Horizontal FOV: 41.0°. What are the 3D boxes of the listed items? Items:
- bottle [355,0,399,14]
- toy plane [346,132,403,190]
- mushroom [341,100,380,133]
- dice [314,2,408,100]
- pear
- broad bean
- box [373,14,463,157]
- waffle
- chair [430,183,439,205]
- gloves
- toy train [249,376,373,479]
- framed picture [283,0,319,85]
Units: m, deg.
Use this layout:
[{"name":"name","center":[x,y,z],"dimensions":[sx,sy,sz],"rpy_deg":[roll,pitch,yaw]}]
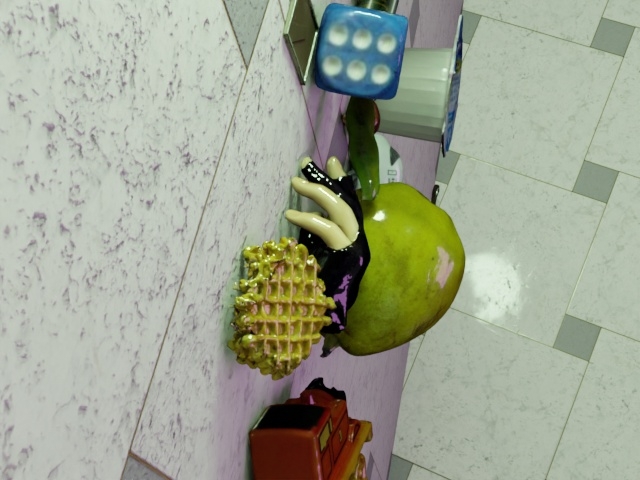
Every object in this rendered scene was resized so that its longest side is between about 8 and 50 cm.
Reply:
[{"name":"bottle","center":[0.101,-0.429,1.666],"dimensions":[0.082,0.082,0.286],"rpy_deg":[78,23,-56]},{"name":"toy plane","center":[0.121,-0.101,1.858],"dimensions":[0.267,0.122,0.267],"rpy_deg":[-2,90,-77]},{"name":"mushroom","center":[0.082,-0.239,1.727],"dimensions":[0.088,0.073,0.129],"rpy_deg":[-55,177,25]},{"name":"dice","center":[0.067,-0.313,1.428],"dimensions":[0.146,0.143,0.146],"rpy_deg":[-68,168,-73]},{"name":"pear","center":[0.109,0.065,1.593],"dimensions":[0.375,0.287,0.287],"rpy_deg":[-55,161,-12]},{"name":"broad bean","center":[0.074,-0.204,1.507],"dimensions":[0.043,0.060,0.298],"rpy_deg":[114,-23,-70]},{"name":"box","center":[0.193,-0.342,1.848],"dimensions":[0.262,0.206,0.291],"rpy_deg":[-59,153,-63]},{"name":"waffle","center":[-0.063,0.094,1.218],"dimensions":[0.197,0.070,0.193],"rpy_deg":[55,50,-41]},{"name":"chair","center":[0.194,0.021,2.135],"dimensions":[0.160,0.186,0.319],"rpy_deg":[83,17,-65]},{"name":"gloves","center":[0.006,0.006,1.419],"dimensions":[0.197,0.152,0.301],"rpy_deg":[148,-62,-71]},{"name":"toy train","center":[-0.022,0.372,1.451],"dimensions":[0.369,0.163,0.232],"rpy_deg":[-47,134,-69]},{"name":"framed picture","center":[-0.028,-0.323,1.319],"dimensions":[0.149,0.011,0.109],"rpy_deg":[65,35,-67]}]
